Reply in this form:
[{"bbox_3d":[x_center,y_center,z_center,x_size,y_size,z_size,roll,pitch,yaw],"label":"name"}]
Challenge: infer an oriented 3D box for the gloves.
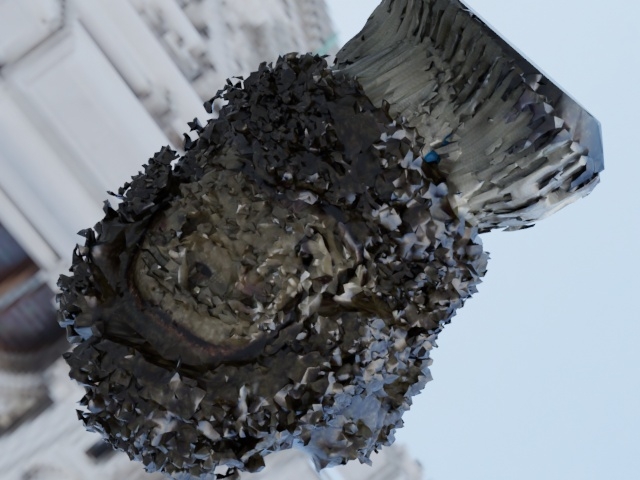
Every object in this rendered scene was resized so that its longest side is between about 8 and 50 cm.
[{"bbox_3d":[0.001,0.001,0.841,0.312,0.210,0.135,-35,165,-5],"label":"gloves"}]
